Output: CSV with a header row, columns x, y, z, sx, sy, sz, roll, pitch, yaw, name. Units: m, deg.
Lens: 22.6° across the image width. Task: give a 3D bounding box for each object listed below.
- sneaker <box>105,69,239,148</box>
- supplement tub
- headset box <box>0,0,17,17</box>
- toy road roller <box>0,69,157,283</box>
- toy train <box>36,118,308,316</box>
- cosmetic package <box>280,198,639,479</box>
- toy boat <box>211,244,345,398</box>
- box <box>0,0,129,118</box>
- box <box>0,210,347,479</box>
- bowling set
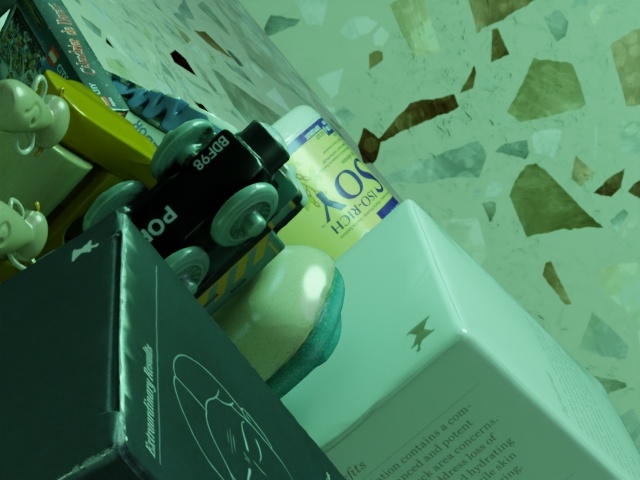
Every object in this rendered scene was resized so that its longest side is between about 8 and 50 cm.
x,y,z,sx,sy,sz,roll,pitch,yaw,name
-0.265,-0.110,2.010,0.316,0.182,0.127,21,-8,38,sneaker
0.000,0.000,2.278,0.331,0.241,0.241,48,13,-2,supplement tub
-0.518,-0.349,1.849,0.283,0.131,0.246,54,14,20,headset box
-0.283,-0.071,1.664,0.240,0.202,0.329,50,10,35,toy road roller
-0.152,0.023,1.568,0.142,0.334,0.190,45,-3,22,toy train
0.135,0.239,1.826,0.394,0.329,0.327,43,14,-25,cosmetic package
-0.082,0.165,1.656,0.148,0.267,0.318,38,46,-17,toy boat
-0.323,-0.175,1.913,0.044,0.159,0.233,-2,47,-41,box
-0.111,0.235,1.139,0.395,0.212,0.293,54,12,-27,box
-0.341,-0.023,1.404,0.200,0.287,0.154,17,-1,14,bowling set
